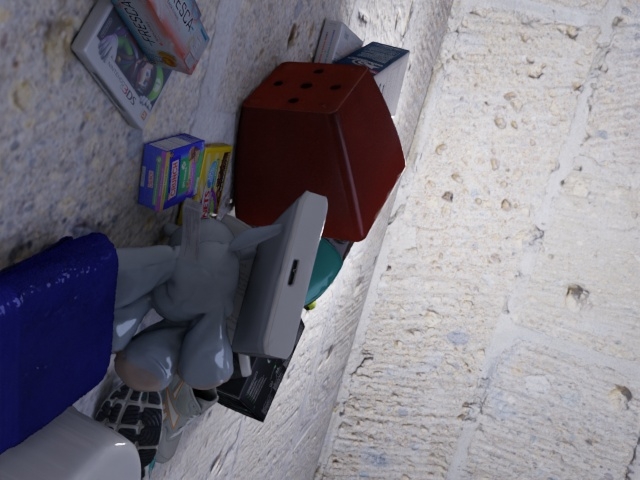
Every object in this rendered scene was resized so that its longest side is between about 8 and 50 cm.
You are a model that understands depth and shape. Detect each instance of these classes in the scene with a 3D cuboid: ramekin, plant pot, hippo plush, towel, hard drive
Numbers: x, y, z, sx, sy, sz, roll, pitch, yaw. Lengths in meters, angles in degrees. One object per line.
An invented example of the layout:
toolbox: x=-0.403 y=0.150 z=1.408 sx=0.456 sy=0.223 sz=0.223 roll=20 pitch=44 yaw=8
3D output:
ramekin: x=-0.349 y=0.350 z=0.865 sx=0.277 sy=0.135 sz=0.277 roll=19 pitch=90 yaw=-76
plant pot: x=-0.009 y=-0.185 z=1.275 sx=0.267 sy=0.267 sz=0.236 roll=-58 pitch=149 yaw=-43
hippo plush: x=-0.211 y=0.045 z=0.983 sx=0.236 sy=0.234 sz=0.294 roll=-108 pitch=-145 yaw=-69
towel: x=-0.345 y=0.129 z=0.721 sx=0.308 sy=0.076 sz=0.228 roll=-37 pitch=146 yaw=-58
hard drive: x=-0.065 y=0.062 z=0.959 sx=0.307 sy=0.040 sz=0.203 roll=149 pitch=-44 yaw=-73

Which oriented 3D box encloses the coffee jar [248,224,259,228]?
coffee jar: x=-0.122 y=0.024 z=1.388 sx=0.079 sy=0.096 sz=0.184 roll=-37 pitch=165 yaw=5

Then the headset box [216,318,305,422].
headset box: x=-0.153 y=0.228 z=1.457 sx=0.283 sy=0.131 sz=0.246 roll=74 pitch=37 yaw=-66

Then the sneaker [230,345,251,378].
sneaker: x=-0.206 y=0.159 z=1.290 sx=0.079 sy=0.121 sz=0.217 roll=91 pitch=-13 yaw=-66

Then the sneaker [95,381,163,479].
sneaker: x=-0.310 y=0.322 z=1.113 sx=0.110 sy=0.107 sz=0.275 roll=-86 pitch=-170 yaw=-61

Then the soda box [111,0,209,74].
soda box: x=-0.186 y=-0.265 z=0.768 sx=0.183 sy=0.062 sz=0.058 roll=70 pitch=41 yaw=-69

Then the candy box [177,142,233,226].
candy box: x=-0.199 y=-0.059 z=1.140 sx=0.105 sy=0.027 sz=0.206 roll=-25 pitch=132 yaw=-69

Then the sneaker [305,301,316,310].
sneaker: x=-0.070 y=0.078 z=1.692 sx=0.295 sy=0.109 sz=0.124 roll=78 pitch=14 yaw=-64

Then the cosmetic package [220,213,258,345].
cosmetic package: x=-0.141 y=0.081 z=1.193 sx=0.184 sy=0.151 sz=0.151 roll=-58 pitch=171 yaw=-10

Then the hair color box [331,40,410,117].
hair color box: x=0.095 y=-0.332 z=1.556 sx=0.347 sy=0.105 sz=0.174 roll=-49 pitch=154 yaw=-57

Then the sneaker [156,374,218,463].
sneaker: x=-0.246 y=0.296 z=1.212 sx=0.099 sy=0.121 sz=0.263 roll=-39 pitch=145 yaw=-64

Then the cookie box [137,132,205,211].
cookie box: x=-0.216 y=-0.101 z=0.995 sx=0.107 sy=0.040 sz=0.092 roll=-40 pitch=146 yaw=-63

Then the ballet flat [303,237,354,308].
ballet flat: x=0.000 y=0.000 z=1.382 sx=0.124 sy=0.116 sz=0.342 roll=-2 pitch=-130 yaw=57

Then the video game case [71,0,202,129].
video game case: x=-0.216 y=-0.259 z=0.840 sx=0.173 sy=0.022 sz=0.191 roll=70 pitch=40 yaw=-68

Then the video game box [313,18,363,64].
video game box: x=0.032 y=-0.387 z=1.560 sx=0.205 sy=0.048 sz=0.187 roll=-13 pitch=118 yaw=-73
